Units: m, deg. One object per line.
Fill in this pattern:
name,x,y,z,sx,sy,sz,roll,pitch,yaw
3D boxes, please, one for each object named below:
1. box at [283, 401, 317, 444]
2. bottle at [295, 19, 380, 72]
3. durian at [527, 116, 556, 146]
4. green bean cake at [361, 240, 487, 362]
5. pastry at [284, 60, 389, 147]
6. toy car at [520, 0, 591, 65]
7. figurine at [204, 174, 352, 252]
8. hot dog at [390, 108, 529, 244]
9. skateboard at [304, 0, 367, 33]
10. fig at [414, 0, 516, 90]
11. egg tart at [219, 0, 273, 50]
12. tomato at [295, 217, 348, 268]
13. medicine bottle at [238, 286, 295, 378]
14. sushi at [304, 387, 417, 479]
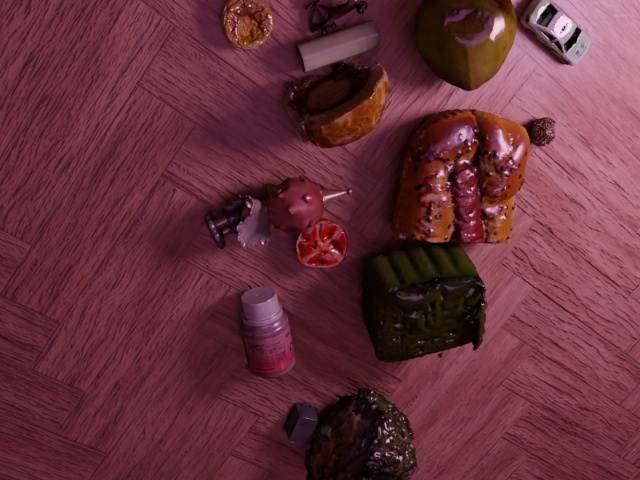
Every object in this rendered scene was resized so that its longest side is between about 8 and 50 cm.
box,-0.060,0.583,1.884,0.084,0.069,0.122,17,107,-18
bottle,0.043,-0.479,1.467,0.202,0.072,0.072,-21,115,-5
durian,0.630,-0.307,1.677,0.091,0.080,0.080,-30,116,-12
green bean cake,0.287,0.193,1.696,0.319,0.218,0.335,-14,129,-4
pastry,0.057,-0.317,1.459,0.256,0.236,0.170,-25,133,-3
toy car,0.633,-0.552,1.574,0.224,0.076,0.090,30,101,-22
figurine,-0.107,-0.090,1.554,0.387,0.166,0.207,-22,146,-1
hot dog,0.389,-0.170,1.617,0.368,0.196,0.365,0,108,-16
skateboard,0.033,-0.554,1.427,0.151,0.067,0.080,-24,113,23
fig,0.352,-0.490,1.457,0.240,0.239,0.271,-20,133,-5
egg tart,-0.177,-0.520,1.410,0.131,0.052,0.130,-5,114,-12
tomato,0.000,0.000,1.656,0.156,0.069,0.155,-4,115,-9
medicine bottle,-0.155,0.260,1.688,0.147,0.147,0.247,-12,114,-8
sushi,0.112,0.630,1.819,0.178,0.294,0.352,34,115,-31
